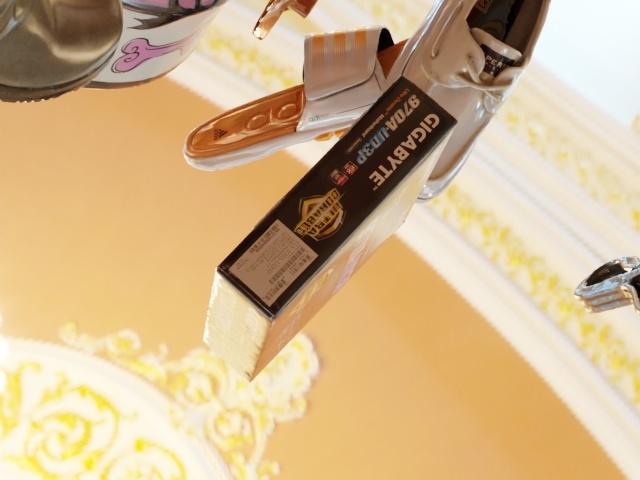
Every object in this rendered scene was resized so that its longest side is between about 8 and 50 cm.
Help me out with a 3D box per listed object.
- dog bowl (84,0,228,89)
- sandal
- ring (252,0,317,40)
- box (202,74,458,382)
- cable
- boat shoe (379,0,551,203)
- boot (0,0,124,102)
[{"bbox_3d":[-0.205,-0.345,1.396,0.150,0.408,0.408,-29,-142,40],"label":"dog bowl"},{"bbox_3d":[-0.012,-0.138,1.442,0.265,0.076,0.102,-20,-143,10],"label":"sandal"},{"bbox_3d":[0.056,-0.271,1.075,0.032,0.336,0.336,33,-123,-8],"label":"ring"},{"bbox_3d":[0.000,0.000,1.076,0.051,0.220,0.175,42,-106,6],"label":"box"},{"bbox_3d":[0.288,0.046,1.339,0.072,0.287,0.139,47,-114,-2],"label":"cable"},{"bbox_3d":[0.133,-0.154,1.359,0.267,0.096,0.088,-62,-156,-8],"label":"boat shoe"},{"bbox_3d":[-0.182,-0.158,0.958,0.246,0.161,0.083,-18,-112,-48],"label":"boot"}]
